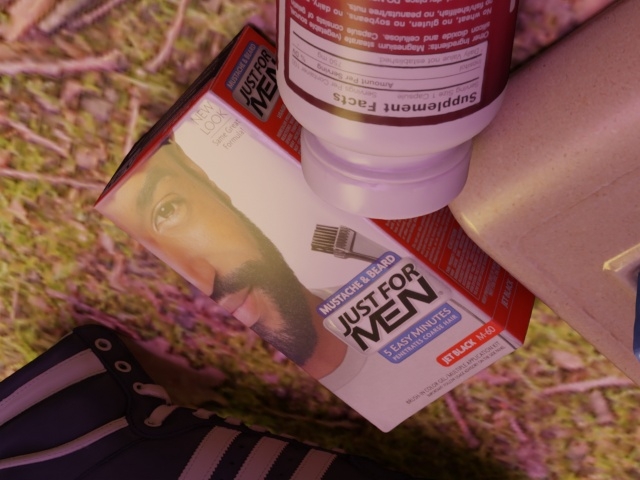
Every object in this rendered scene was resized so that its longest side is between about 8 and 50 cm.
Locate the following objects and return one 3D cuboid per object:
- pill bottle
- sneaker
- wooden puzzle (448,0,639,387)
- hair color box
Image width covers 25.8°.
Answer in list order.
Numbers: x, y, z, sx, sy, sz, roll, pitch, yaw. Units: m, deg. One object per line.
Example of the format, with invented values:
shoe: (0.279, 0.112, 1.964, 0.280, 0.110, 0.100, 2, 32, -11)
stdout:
pill bottle: (0.027, -0.086, 0.487, 0.086, 0.086, 0.152, 11, 131, 10)
sneaker: (-0.045, 0.118, 0.694, 0.282, 0.153, 0.099, -4, 132, -17)
wooden puzzle: (0.260, 0.021, 0.502, 0.348, 0.080, 0.322, 43, 130, -18)
hair color box: (0.000, 0.000, 0.594, 0.167, 0.053, 0.093, 39, 131, -13)
